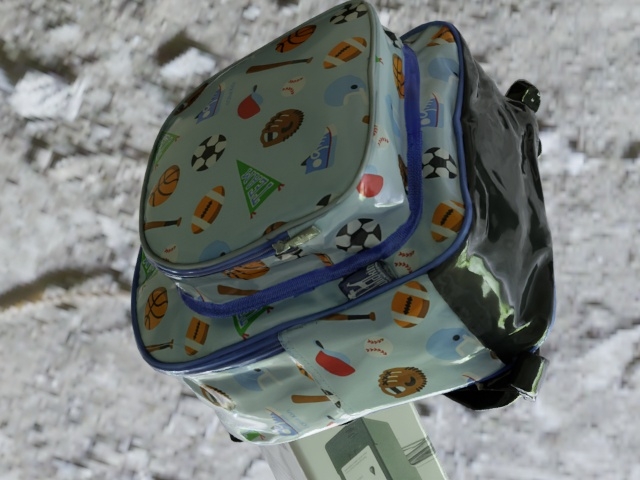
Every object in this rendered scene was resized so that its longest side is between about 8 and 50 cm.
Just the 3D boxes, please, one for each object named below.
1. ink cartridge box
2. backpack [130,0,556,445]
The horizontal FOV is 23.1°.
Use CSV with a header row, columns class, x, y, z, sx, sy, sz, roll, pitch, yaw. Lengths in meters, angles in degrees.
class,x,y,z,sx,sy,sz,roll,pitch,yaw
ink cartridge box,0.008,0.161,1.387,0.115,0.198,0.272,-30,111,-12
backpack,0.000,0.000,0.994,0.263,0.276,0.213,-33,120,29
